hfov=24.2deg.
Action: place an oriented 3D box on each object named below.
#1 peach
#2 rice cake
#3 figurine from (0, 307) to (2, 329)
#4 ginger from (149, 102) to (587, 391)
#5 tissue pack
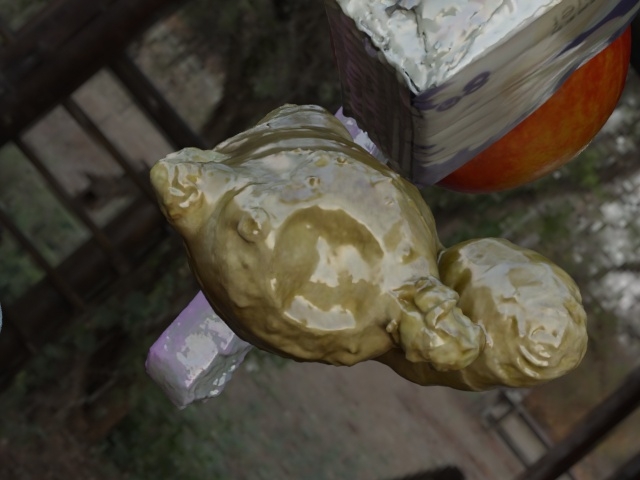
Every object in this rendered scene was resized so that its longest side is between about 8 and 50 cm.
[{"bbox_3d":[0.176,-0.257,1.758,0.388,0.388,0.388,50,4,-4],"label":"peach"},{"bbox_3d":[-0.036,0.004,1.422,0.073,0.365,0.056,36,-6,27],"label":"rice cake"},{"bbox_3d":[-0.352,0.073,1.462,0.114,0.079,0.114,-15,90,-86],"label":"figurine"},{"bbox_3d":[-0.008,0.000,0.495,0.205,0.115,0.081,27,-56,59],"label":"ginger"},{"bbox_3d":[0.129,-0.169,1.047,0.125,0.242,0.343,52,-2,7],"label":"tissue pack"}]
